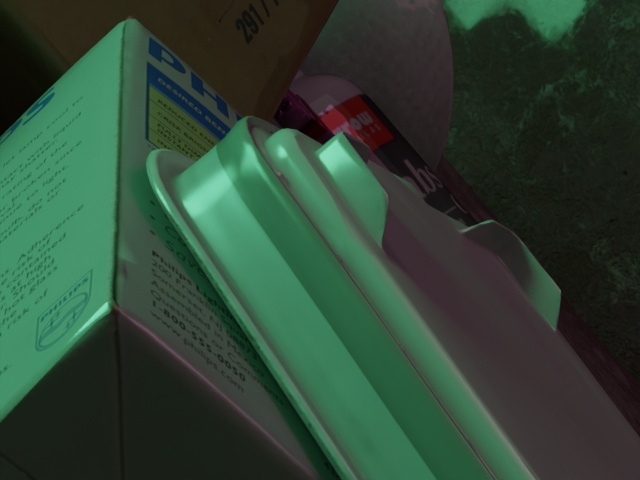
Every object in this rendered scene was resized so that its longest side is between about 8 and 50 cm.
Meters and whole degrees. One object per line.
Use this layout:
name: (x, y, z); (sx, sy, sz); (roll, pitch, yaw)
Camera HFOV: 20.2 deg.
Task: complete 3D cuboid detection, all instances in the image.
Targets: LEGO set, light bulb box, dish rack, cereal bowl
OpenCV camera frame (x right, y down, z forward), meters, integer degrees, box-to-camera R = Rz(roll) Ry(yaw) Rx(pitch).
LEGO set: (-0.010, -0.021, 1.240); (0.093, 0.087, 0.227); (36, 13, -52)
light bulb box: (-0.041, 0.134, 0.824); (0.358, 0.225, 0.361); (44, 12, -19)
dish rack: (0.088, 0.086, 0.733); (0.333, 0.072, 0.285); (54, 15, 27)
cereal bowl: (-0.042, -0.155, 1.627); (0.141, 0.339, 0.339); (-16, 59, -37)

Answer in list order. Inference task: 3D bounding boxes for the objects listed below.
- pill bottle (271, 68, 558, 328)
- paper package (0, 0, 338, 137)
pill bottle: (0.000, 0.000, 1.432); (0.363, 0.210, 0.210); (50, 12, 5)
paper package: (-0.151, -0.192, 1.188); (0.309, 0.168, 0.325); (50, 48, -30)
